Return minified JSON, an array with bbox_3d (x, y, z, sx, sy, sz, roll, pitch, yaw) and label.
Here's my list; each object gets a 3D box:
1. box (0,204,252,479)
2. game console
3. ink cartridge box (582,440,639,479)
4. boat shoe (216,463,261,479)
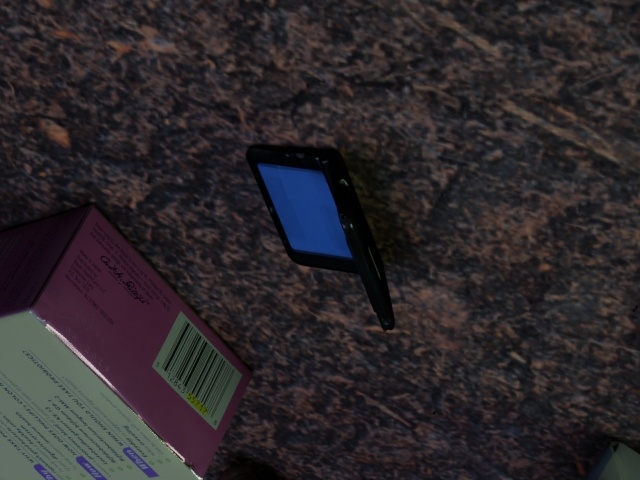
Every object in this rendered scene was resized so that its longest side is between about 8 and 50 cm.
[{"bbox_3d":[-0.222,0.104,1.557,0.243,0.117,0.213,-16,127,41],"label":"box"},{"bbox_3d":[0.000,0.000,1.343,0.071,0.107,0.122,-17,132,7],"label":"game console"},{"bbox_3d":[0.262,0.377,1.535,0.270,0.151,0.395,34,147,12],"label":"ink cartridge box"},{"bbox_3d":[-0.083,0.274,1.728,0.073,0.073,0.207,57,146,23],"label":"boat shoe"}]
